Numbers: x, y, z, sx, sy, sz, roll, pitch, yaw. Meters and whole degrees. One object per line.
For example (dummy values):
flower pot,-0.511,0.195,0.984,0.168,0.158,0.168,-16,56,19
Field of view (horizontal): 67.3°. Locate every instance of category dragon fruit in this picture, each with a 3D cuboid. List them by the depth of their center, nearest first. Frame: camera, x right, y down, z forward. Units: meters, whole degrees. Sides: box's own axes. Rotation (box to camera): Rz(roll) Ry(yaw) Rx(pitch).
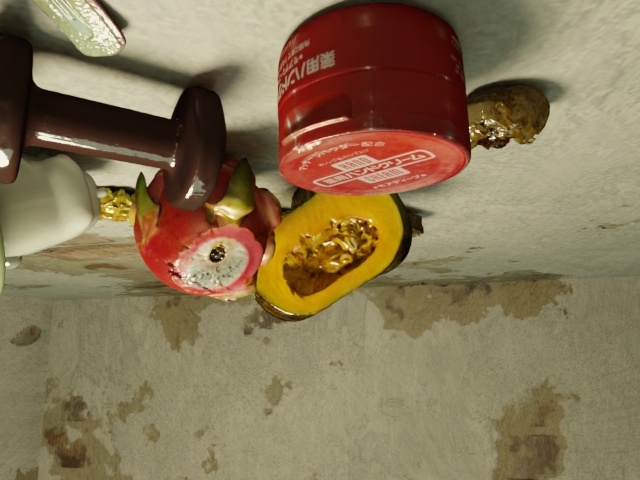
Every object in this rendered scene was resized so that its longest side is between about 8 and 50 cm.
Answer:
dragon fruit,-0.170,-0.030,0.718,0.224,0.227,0.224,-18,141,-15

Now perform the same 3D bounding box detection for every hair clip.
hair clip,-0.216,-0.193,0.386,0.054,0.022,0.137,-4,168,17

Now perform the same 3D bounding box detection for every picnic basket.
picnic basket,0.140,-0.042,1.072,0.193,0.055,0.110,9,165,-43

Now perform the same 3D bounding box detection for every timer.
timer,-0.452,-0.040,0.647,0.290,0.291,0.315,-11,-172,38

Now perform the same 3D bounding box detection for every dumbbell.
dumbbell,-0.219,-0.112,0.495,0.225,0.140,0.124,6,145,-34

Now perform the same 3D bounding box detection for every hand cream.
hand cream,0.050,-0.127,0.482,0.193,0.125,0.193,-2,167,0

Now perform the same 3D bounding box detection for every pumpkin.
pumpkin,0.000,0.000,0.857,0.317,0.222,0.139,-32,174,5

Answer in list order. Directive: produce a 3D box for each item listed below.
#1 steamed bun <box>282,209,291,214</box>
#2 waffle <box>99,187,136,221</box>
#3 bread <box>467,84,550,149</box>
steamed bun,-0.126,-0.006,1.097,0.177,0.106,0.192,11,165,-40
waffle,-0.407,-0.061,0.936,0.194,0.051,0.149,-2,167,1
bread,0.214,-0.144,0.575,0.113,0.060,0.082,-4,171,20
